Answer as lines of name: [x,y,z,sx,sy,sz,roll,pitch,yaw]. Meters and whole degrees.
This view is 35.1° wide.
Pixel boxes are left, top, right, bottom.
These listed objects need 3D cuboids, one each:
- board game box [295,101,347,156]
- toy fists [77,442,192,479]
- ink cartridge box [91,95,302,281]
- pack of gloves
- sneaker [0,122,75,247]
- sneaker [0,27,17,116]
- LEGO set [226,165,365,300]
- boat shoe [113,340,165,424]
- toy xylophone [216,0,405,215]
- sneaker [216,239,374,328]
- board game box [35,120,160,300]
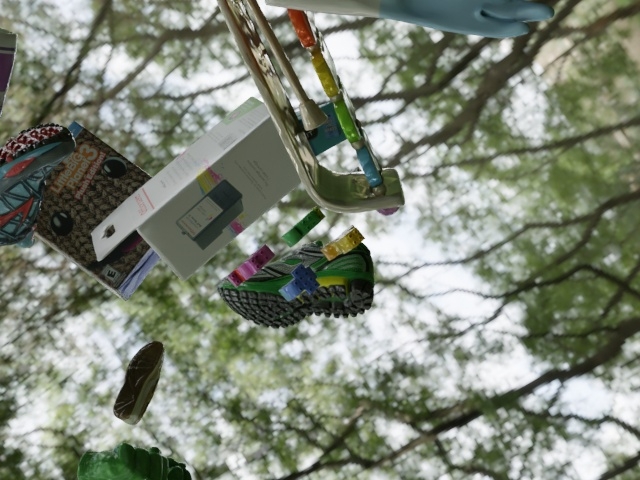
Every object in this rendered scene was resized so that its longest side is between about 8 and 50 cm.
board game box: [-0.125,-0.165,1.956,0.079,0.254,0.336,63,161,-11]
toy fists: [-0.337,0.456,1.946,0.279,0.142,0.096,54,-143,-55]
ink cartridge box: [-0.189,-0.065,1.608,0.119,0.353,0.207,51,177,-21]
pack of gloves: [0.085,-0.263,0.775,0.046,0.232,0.195,48,-127,-80]
sneaker: [-0.420,-0.053,1.370,0.125,0.262,0.104,49,-168,-26]
sneaker: [-0.521,-0.227,1.360,0.282,0.161,0.102,23,-160,38]
LEGO set: [0.000,0.000,1.293,0.087,0.227,0.093,49,163,-4]
boat shoe: [-0.273,0.219,1.551,0.135,0.050,0.045,-65,-32,-26]
toy xylophone: [-0.018,-0.177,0.980,0.236,0.081,0.322,-97,-17,-62]
sneaker: [-0.046,0.083,2.016,0.134,0.344,0.146,59,-147,-45]
board game box: [-0.451,-0.058,2.074,0.291,0.232,0.141,35,169,5]
